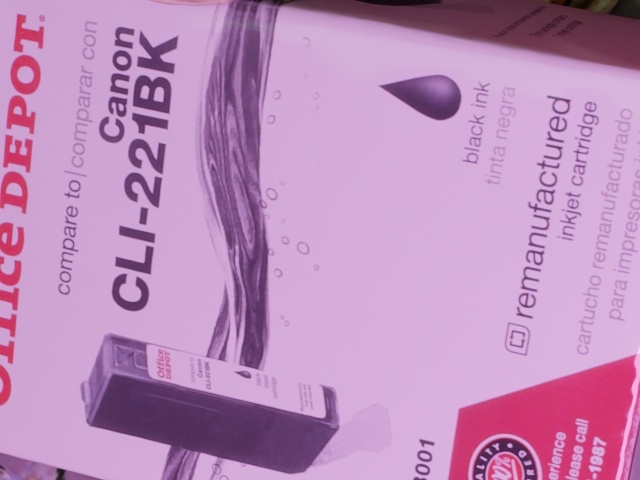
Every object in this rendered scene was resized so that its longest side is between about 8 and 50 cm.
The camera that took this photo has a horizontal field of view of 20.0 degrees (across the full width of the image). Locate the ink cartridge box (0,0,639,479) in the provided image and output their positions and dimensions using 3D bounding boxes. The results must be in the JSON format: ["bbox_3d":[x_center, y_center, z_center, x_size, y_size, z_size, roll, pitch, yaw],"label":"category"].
[{"bbox_3d":[0.000,0.000,0.695,0.273,0.114,0.197,13,107,16],"label":"ink cartridge box"}]

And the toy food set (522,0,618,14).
[{"bbox_3d":[0.062,-0.131,0.714,0.132,0.038,0.192,39,105,10],"label":"toy food set"}]

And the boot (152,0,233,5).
[{"bbox_3d":[-0.082,-0.180,0.639,0.262,0.095,0.203,-4,65,12],"label":"boot"}]
